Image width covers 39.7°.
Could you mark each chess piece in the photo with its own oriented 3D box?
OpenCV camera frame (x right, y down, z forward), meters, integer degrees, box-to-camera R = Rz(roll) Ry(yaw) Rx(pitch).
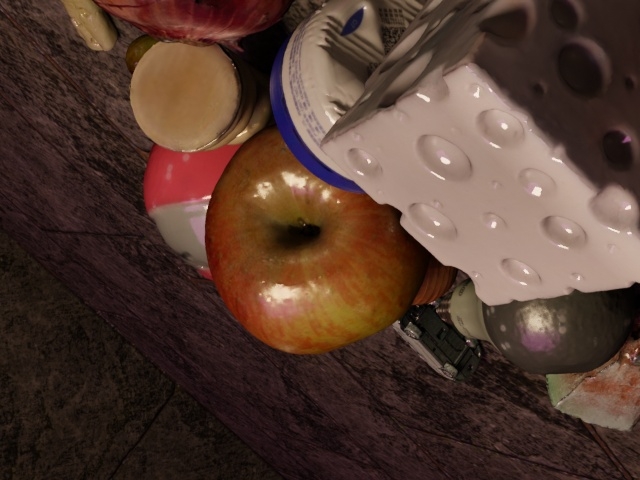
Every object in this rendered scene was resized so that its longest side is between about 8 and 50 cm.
[{"bbox_3d":[-0.118,-0.175,1.135,0.142,0.143,0.261,29,-170,15],"label":"chess piece"}]

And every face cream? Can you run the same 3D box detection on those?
[{"bbox_3d":[0.060,-0.159,0.917,0.206,0.206,0.111,40,154,-12],"label":"face cream"}]

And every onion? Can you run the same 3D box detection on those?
[{"bbox_3d":[-0.138,-0.311,0.914,0.252,0.219,0.252,2,-176,0],"label":"onion"}]

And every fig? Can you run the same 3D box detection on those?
[{"bbox_3d":[-0.235,-0.269,1.292,0.084,0.082,0.098,47,118,6],"label":"fig"}]

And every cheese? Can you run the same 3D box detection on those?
[{"bbox_3d":[-0.358,-0.359,1.305,0.065,0.043,0.194,23,154,29],"label":"cheese"}]

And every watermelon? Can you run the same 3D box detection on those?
[{"bbox_3d":[0.414,0.153,1.133,0.154,0.094,0.241,24,130,-7],"label":"watermelon"}]

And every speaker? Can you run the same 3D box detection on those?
[{"bbox_3d":[-0.138,-0.082,1.376,0.294,0.294,0.294,29,156,14],"label":"speaker"}]

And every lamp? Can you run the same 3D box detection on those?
[{"bbox_3d":[0.132,0.026,1.266,0.136,0.136,0.136,29,156,14],"label":"lamp"},{"bbox_3d":[0.246,0.088,1.138,0.314,0.182,0.182,-14,128,46],"label":"lamp"}]

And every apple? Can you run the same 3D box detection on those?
[{"bbox_3d":[0.000,0.000,1.147,0.301,0.301,0.301,29,156,14],"label":"apple"}]

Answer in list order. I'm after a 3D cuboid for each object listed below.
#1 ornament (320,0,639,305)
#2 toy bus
[{"bbox_3d":[0.194,-0.115,0.777,0.240,0.240,0.239,41,156,-13],"label":"ornament"},{"bbox_3d":[0.191,0.161,1.518,0.194,0.087,0.089,46,161,-26],"label":"toy bus"}]
